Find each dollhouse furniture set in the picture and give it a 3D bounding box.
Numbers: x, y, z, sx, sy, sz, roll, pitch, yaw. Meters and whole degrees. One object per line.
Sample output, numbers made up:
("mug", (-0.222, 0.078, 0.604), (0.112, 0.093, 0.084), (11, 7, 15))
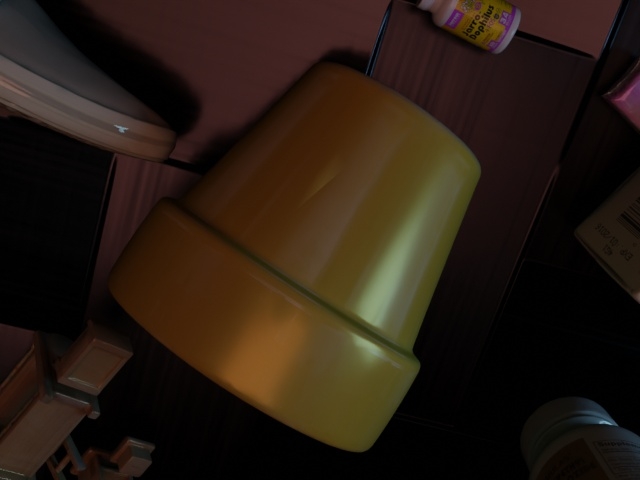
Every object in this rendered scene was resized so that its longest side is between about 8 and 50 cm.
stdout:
("dollhouse furniture set", (-0.215, 0.154, 0.749), (0.182, 0.101, 0.161), (-47, 129, 12))

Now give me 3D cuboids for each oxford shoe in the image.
("oxford shoe", (-0.299, -0.202, 0.576), (0.449, 0.169, 0.130), (31, 85, -12))

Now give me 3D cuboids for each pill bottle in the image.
("pill bottle", (0.269, 0.249, 0.713), (0.131, 0.229, 0.131), (-1, 110, -2))
("pill bottle", (0.125, -0.195, 0.650), (0.083, 0.043, 0.043), (23, 107, -10))

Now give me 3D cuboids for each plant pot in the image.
("plant pot", (0.000, 0.000, 0.619), (0.254, 0.254, 0.239), (34, 89, -13))

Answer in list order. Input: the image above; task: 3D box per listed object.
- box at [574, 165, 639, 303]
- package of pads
("box", (0.372, 0.030, 0.681), (0.232, 0.127, 0.148), (37, 106, -22))
("package of pads", (0.302, -0.122, 0.690), (0.083, 0.032, 0.050), (39, 104, -14))
